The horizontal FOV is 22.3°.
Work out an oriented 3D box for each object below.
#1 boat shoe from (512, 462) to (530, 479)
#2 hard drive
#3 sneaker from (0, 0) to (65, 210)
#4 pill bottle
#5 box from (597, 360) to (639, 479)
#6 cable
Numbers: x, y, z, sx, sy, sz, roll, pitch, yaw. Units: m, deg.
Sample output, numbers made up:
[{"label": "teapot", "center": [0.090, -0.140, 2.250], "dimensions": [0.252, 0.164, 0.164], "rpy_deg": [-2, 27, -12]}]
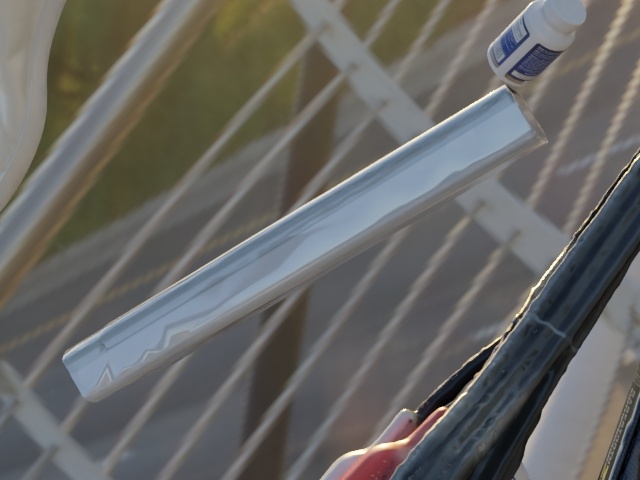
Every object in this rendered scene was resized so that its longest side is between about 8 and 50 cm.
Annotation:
[{"label": "boat shoe", "center": [0.183, 0.295, 1.787], "dimensions": [0.095, 0.258, 0.084], "rpy_deg": [2, 45, 43]}, {"label": "hard drive", "center": [0.000, 0.000, 1.035], "dimensions": [0.307, 0.040, 0.203], "rpy_deg": [-31, -2, 10]}, {"label": "sneaker", "center": [-0.298, -0.163, 1.390], "dimensions": [0.106, 0.123, 0.290], "rpy_deg": [4, 79, 38]}, {"label": "pill bottle", "center": [0.250, -0.234, 1.866], "dimensions": [0.120, 0.067, 0.067], "rpy_deg": [-45, 13, 49]}, {"label": "box", "center": [0.300, 0.202, 1.109], "dimensions": [0.059, 0.232, 0.183], "rpy_deg": [-72, 1, -85]}, {"label": "cable", "center": [0.065, 0.050, 0.671], "dimensions": [0.287, 0.072, 0.139], "rpy_deg": [-57, -12, -13]}]
